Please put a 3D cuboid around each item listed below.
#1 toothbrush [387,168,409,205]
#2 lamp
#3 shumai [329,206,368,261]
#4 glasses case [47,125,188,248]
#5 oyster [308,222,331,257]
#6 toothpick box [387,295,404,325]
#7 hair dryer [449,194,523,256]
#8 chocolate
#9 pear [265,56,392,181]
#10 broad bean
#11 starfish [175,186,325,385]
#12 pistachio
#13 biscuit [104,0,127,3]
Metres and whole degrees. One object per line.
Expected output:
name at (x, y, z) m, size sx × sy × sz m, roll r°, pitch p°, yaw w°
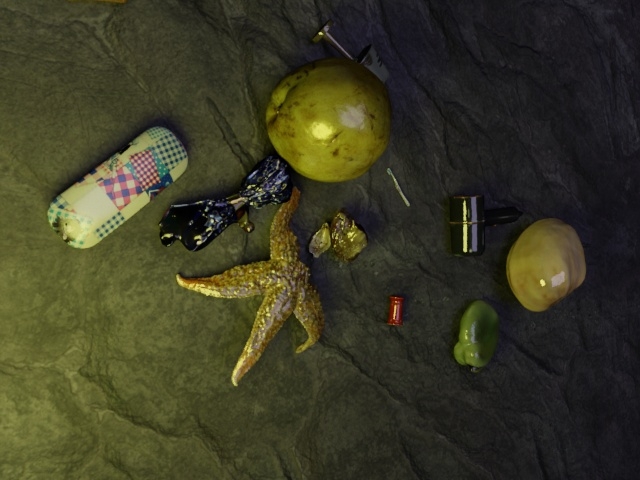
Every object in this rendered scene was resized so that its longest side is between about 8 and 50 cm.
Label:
toothbrush at (0.228, -0.154, 1.661) m, size 0.013 × 0.011 × 0.131 m, roll -48°, pitch 114°, yaw -35°
lamp at (0.081, -0.484, 1.504) m, size 0.214 × 0.121 × 0.121 m, roll 41°, pitch 70°, yaw -16°
shumai at (0.084, -0.010, 1.516) m, size 0.123 × 0.105 × 0.139 m, roll -42°, pitch 145°, yaw -52°
glasses case at (-0.425, -0.117, 1.219) m, size 0.327 × 0.076 × 0.125 m, roll -45°, pitch 114°, yaw -22°
oyster at (0.003, 0.001, 1.513) m, size 0.051 × 0.034 × 0.093 m, roll 41°, pitch 81°, yaw -9°
toothpick box at (0.218, 0.201, 1.640) m, size 0.047 × 0.047 × 0.083 m, roll 7°, pitch 86°, yaw -32°
hair dryer at (0.549, -0.055, 1.818) m, size 0.352 × 0.107 × 0.189 m, roll -6°, pitch 97°, yaw -37°
chocolate at (-0.212, -0.074, 1.323) m, size 0.343 × 0.126 × 0.148 m, roll -34°, pitch 94°, yaw -26°
pear at (0.017, -0.288, 1.378) m, size 0.303 × 0.304 × 0.304 m, roll -1°, pitch 91°, yaw -32°
broad bean at (0.498, 0.299, 1.789) m, size 0.169 × 0.100 × 0.228 m, roll 15°, pitch 81°, yaw -38°
starfish at (-0.123, 0.119, 1.393) m, size 0.383 × 0.132 × 0.398 m, roll -27°, pitch 101°, yaw -24°
pistachio at (0.733, 0.085, 1.861) m, size 0.237 × 0.229 × 0.321 m, roll 24°, pitch 66°, yaw 4°
biscuit at (-0.486, -0.613, 1.197) m, size 0.182 × 0.034 × 0.216 m, roll -11°, pitch 97°, yaw -32°
